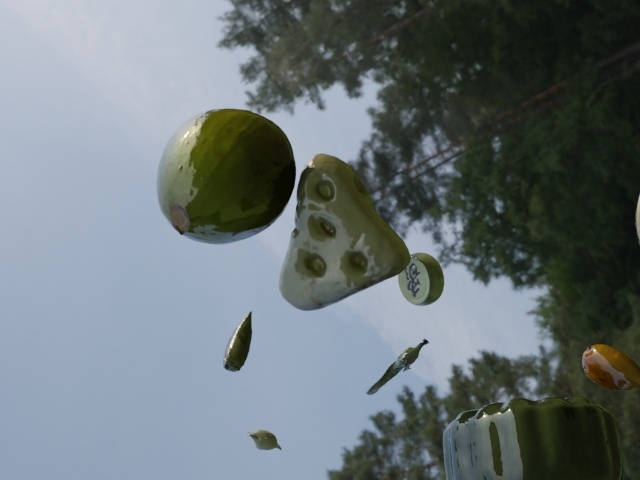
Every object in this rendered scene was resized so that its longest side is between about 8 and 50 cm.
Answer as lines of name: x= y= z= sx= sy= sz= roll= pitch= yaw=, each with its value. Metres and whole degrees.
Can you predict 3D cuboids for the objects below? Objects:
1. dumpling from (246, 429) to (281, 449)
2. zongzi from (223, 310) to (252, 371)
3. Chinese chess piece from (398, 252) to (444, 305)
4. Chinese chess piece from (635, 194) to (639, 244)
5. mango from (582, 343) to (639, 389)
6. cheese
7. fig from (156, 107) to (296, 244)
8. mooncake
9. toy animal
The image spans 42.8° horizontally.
dumpling: x=-0.124 y=0.432 z=1.776 sx=0.077 sy=0.059 sz=0.043 roll=4 pitch=-98 yaw=-10
zongzi: x=-0.173 y=0.219 z=1.766 sx=0.052 sy=0.113 sz=0.104 roll=20 pitch=-166 yaw=-6
Chinese chess piece: x=0.267 y=0.104 z=2.185 sx=0.059 sy=0.144 sz=0.144 roll=-7 pitch=-110 yaw=-32
Chinese chess piece: x=0.891 y=-0.063 z=2.041 sx=0.251 sy=0.097 sz=0.250 roll=-5 pitch=-83 yaw=-40
mango: x=0.539 y=0.235 z=1.505 sx=0.114 sy=0.080 sz=0.060 roll=34 pitch=-127 yaw=30
cheese: x=0.000 y=0.000 z=2.007 sx=0.351 sy=0.328 sz=0.130 roll=54 pitch=-158 yaw=2
fig: x=-0.235 y=-0.145 z=1.937 sx=0.343 sy=0.343 sz=0.343 roll=37 pitch=-142 yaw=-36
mooncake: x=0.417 y=0.422 z=1.623 sx=0.351 sy=0.351 sz=0.187 roll=26 pitch=-125 yaw=-46
toy animal: x=0.201 y=0.335 z=2.135 sx=0.041 sy=0.217 sz=0.075 roll=45 pitch=-179 yaw=-1
